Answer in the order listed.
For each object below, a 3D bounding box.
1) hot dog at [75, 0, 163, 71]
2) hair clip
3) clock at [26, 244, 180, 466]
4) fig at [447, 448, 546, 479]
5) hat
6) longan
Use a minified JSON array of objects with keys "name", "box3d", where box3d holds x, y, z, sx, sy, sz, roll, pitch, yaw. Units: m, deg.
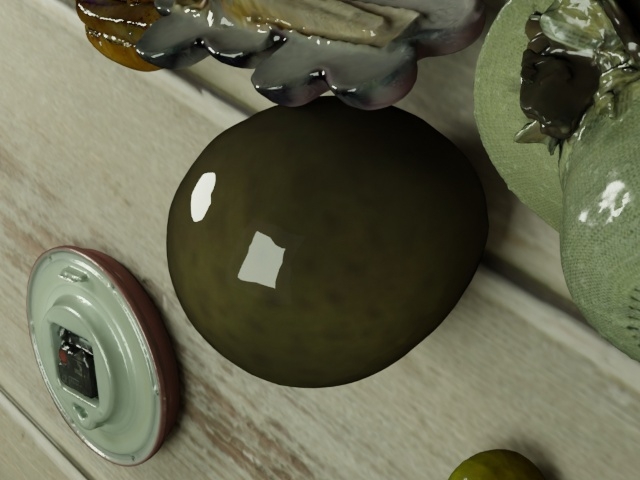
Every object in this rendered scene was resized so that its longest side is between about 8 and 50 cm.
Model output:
[{"name":"hot dog","box3d":[-0.156,-0.182,0.872,0.140,0.060,0.090,28,131,31]},{"name":"hair clip","box3d":[-0.018,-0.149,0.681,0.257,0.146,0.075,26,146,32]},{"name":"clock","box3d":[-0.235,0.120,1.097,0.244,0.056,0.244,23,124,38]},{"name":"fig","box3d":[0.121,0.184,0.743,0.074,0.074,0.088,67,161,-1]},{"name":"hat","box3d":[0.180,-0.011,0.454,0.257,0.130,0.257,13,143,10]},{"name":"longan","box3d":[0.000,0.000,0.692,0.220,0.196,0.196,-28,87,48]}]
